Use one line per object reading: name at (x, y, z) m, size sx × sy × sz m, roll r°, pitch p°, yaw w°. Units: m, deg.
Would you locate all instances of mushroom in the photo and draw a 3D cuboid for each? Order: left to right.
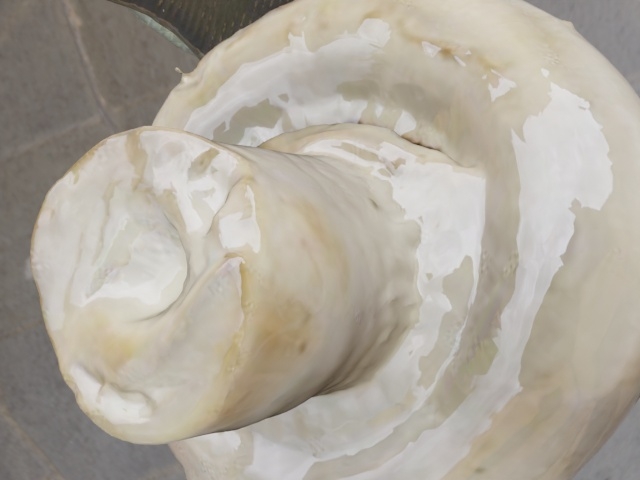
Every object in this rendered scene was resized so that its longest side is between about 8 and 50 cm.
mushroom at (0.000, 0.000, 0.528) m, size 0.292 × 0.290 × 0.292 m, roll -7°, pitch 78°, yaw 33°

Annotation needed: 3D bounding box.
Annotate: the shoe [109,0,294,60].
shoe at (-0.096, -0.183, 0.751) m, size 0.103 × 0.275 × 0.098 m, roll -45°, pitch 35°, yaw 9°
